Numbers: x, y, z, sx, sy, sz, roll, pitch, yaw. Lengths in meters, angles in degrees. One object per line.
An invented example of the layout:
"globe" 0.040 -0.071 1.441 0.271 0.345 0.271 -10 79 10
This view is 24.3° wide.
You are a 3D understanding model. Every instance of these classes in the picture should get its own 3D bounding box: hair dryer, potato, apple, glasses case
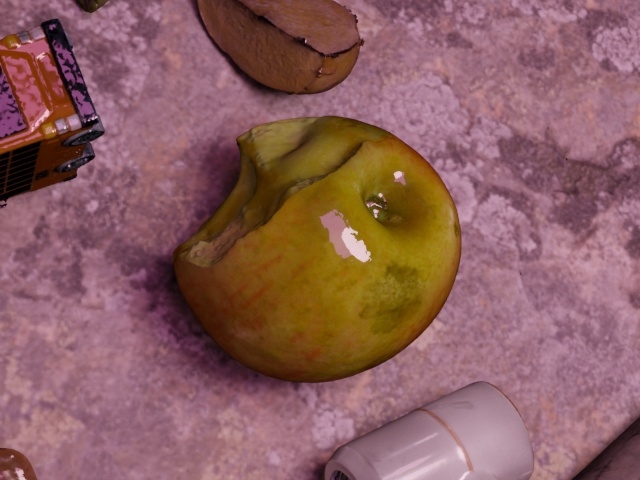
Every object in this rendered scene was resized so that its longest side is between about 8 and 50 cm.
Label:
"hair dryer" 0.166 0.264 1.267 0.173 0.357 0.107 -23 129 -24
"potato" -0.038 -0.193 1.442 0.172 0.089 0.101 32 39 23
"apple" 0.000 0.000 1.310 0.246 0.226 0.246 7 71 -22
"glasses case" 0.273 0.243 1.414 0.299 0.114 0.060 -36 92 -26

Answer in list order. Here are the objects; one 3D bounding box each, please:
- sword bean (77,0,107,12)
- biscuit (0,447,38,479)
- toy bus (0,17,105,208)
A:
"sword bean" -0.130 -0.300 1.445 0.269 0.038 0.043 -37 86 -27
"biscuit" -0.379 0.244 1.192 0.320 0.047 0.183 7 70 -19
"toy bus" -0.255 -0.100 1.254 0.114 0.201 0.098 -21 85 -17
